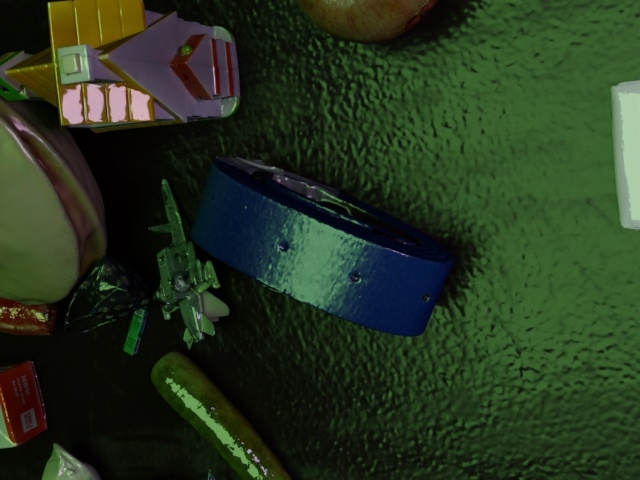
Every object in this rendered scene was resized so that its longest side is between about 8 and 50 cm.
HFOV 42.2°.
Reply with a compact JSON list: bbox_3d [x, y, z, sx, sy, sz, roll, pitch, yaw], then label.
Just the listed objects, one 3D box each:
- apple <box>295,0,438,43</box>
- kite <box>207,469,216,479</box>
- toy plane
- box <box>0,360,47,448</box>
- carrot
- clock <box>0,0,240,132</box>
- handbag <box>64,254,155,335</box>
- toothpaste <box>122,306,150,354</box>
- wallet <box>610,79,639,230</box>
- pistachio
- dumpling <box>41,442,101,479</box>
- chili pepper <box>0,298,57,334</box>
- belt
[{"bbox_3d":[0.060,-0.355,1.041,0.211,0.188,0.211,5,102,23],"label":"apple"},{"bbox_3d":[-0.148,0.416,1.291,0.122,0.004,0.090,46,67,-9],"label":"kite"},{"bbox_3d":[-0.220,0.031,1.263,0.192,0.088,0.262,-32,78,51],"label":"toy plane"},{"bbox_3d":[-0.581,0.290,1.443,0.182,0.099,0.133,-12,94,22],"label":"box"},{"bbox_3d":[-0.127,0.312,1.265,0.358,0.074,0.074,46,111,11],"label":"carrot"},{"bbox_3d":[-0.286,-0.236,1.135,0.235,0.309,0.166,-3,96,23],"label":"clock"},{"bbox_3d":[-0.339,0.101,1.286,0.139,0.115,0.072,-43,73,1],"label":"handbag"},{"bbox_3d":[-0.299,0.144,1.346,0.020,0.017,0.083,23,105,16],"label":"toothpaste"},{"bbox_3d":[0.405,-0.102,1.006,0.095,0.033,0.190,-5,94,25],"label":"wallet"},{"bbox_3d":[-0.508,-0.089,1.234,0.365,0.281,0.445,-3,129,37],"label":"pistachio"},{"bbox_3d":[-0.423,0.427,1.404,0.169,0.100,0.134,50,151,-8],"label":"dumpling"},{"bbox_3d":[-0.529,0.113,1.404,0.192,0.086,0.084,1,125,14],"label":"chili pepper"},{"bbox_3d":[0.000,0.000,1.096,0.347,0.212,0.117,24,106,15],"label":"belt"}]
